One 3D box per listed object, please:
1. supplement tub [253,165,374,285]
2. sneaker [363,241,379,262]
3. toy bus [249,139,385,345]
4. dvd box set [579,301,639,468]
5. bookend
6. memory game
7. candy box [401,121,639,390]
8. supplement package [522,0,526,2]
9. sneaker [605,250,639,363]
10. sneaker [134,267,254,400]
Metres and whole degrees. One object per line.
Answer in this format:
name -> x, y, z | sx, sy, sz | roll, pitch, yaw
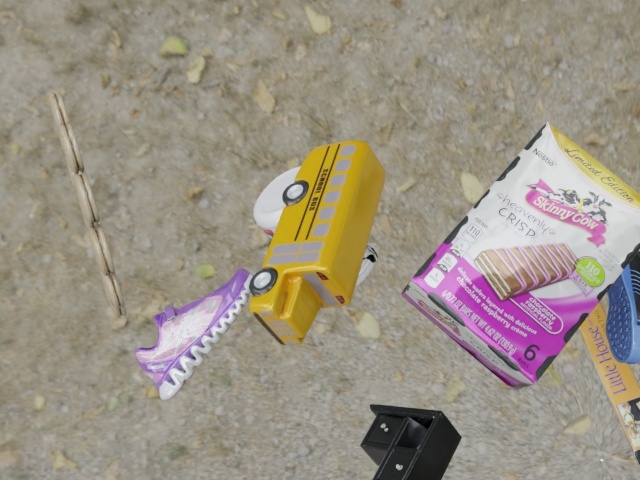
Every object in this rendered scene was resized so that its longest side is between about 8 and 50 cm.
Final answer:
supplement tub -> -0.010, -0.022, 1.920 | 0.191, 0.272, 0.191 | -27, 32, 18
sneaker -> 0.072, 0.017, 1.493 | 0.032, 0.083, 0.037 | -34, 47, 53
toy bus -> 0.000, 0.000, 1.311 | 0.130, 0.108, 0.332 | -6, 49, 30
dvd box set -> 0.568, 0.259, 1.584 | 0.062, 0.307, 0.420 | -25, 47, 15
bookend -> 0.121, 0.352, 1.338 | 0.157, 0.072, 0.156 | -5, 40, 47
memory game -> -0.184, -0.027, 0.650 | 0.012, 0.186, 0.186 | -17, 69, -15
candy box -> 0.219, 0.015, 0.857 | 0.159, 0.071, 0.233 | 40, 75, 7
supplement package -> 0.259, -0.384, 0.949 | 0.179, 0.105, 0.105 | -39, 48, 2
sneaker -> 0.524, 0.105, 1.359 | 0.090, 0.081, 0.232 | 15, 52, -7
sneaker -> -0.198, 0.128, 1.279 | 0.104, 0.095, 0.236 | 39, 83, 1
